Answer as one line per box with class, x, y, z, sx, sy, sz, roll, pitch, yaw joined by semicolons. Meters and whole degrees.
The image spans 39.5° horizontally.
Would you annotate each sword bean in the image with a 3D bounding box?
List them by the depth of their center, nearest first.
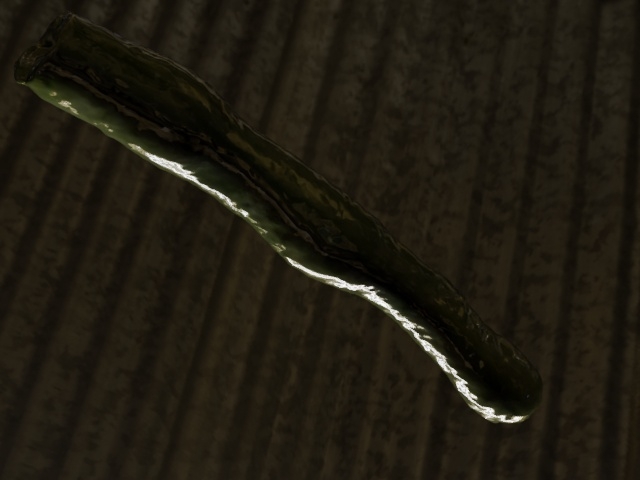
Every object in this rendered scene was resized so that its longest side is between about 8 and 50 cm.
sword bean;0.001;0.000;0.366;0.269;0.038;0.043;38;-85;-23
